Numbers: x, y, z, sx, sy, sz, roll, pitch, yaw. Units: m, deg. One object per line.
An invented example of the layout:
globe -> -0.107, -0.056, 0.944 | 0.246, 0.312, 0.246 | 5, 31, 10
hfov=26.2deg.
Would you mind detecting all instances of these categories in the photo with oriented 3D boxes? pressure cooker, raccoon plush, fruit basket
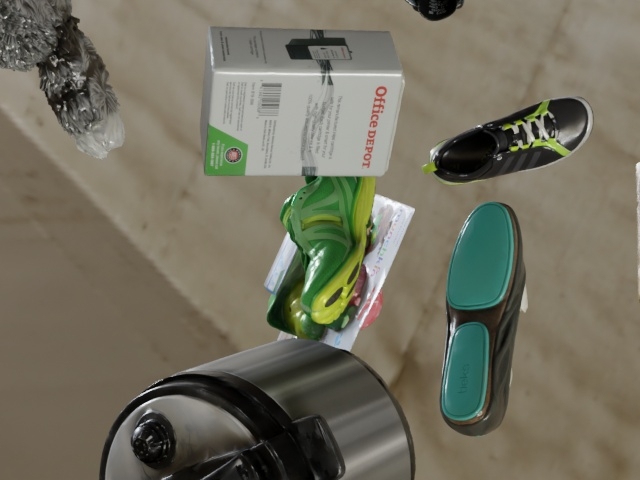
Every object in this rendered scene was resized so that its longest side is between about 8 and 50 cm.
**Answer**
pressure cooker -> -0.111, 0.346, 1.961 | 0.375, 0.370, 0.420 | 25, -161, 28
raccoon plush -> -0.494, -0.275, 1.863 | 0.299, 0.446, 0.216 | -14, -167, 20
fruit basket -> 0.025, 0.067, 2.305 | 0.165, 0.327, 0.353 | 24, -178, -12

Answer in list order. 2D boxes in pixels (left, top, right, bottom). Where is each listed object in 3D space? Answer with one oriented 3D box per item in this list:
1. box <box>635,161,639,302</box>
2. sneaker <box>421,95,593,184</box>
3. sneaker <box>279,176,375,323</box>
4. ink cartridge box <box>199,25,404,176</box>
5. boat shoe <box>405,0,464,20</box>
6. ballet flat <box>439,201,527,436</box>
box -> 0.456, -0.036, 1.703 | 0.021, 0.164, 0.201 | 21, -120, -27
sneaker -> 0.250, -0.123, 1.810 | 0.097, 0.234, 0.084 | -15, -96, -81
sneaker -> 0.000, 0.000, 1.867 | 0.123, 0.109, 0.295 | 13, -138, -1
ink cartridge box -> -0.024, -0.151, 1.519 | 0.208, 0.153, 0.087 | 1, -136, -10
boat shoe -> 0.165, -0.380, 2.011 | 0.127, 0.113, 0.340 | -3, 179, 13
ballet flat -> 0.194, 0.096, 1.620 | 0.095, 0.280, 0.096 | 0, 159, 34
